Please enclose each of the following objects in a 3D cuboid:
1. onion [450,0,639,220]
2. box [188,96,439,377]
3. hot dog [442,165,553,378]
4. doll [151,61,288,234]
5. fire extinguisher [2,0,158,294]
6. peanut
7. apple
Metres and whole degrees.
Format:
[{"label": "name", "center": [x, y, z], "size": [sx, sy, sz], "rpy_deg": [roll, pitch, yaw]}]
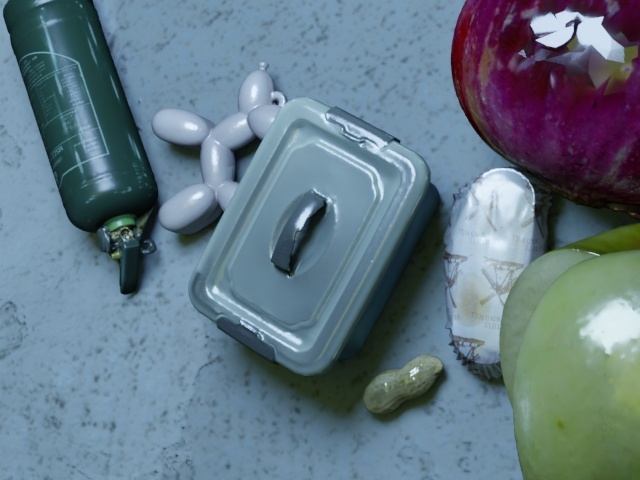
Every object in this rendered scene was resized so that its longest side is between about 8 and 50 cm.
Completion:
[{"label": "onion", "center": [0.228, -0.146, 1.111], "size": [0.256, 0.230, 0.273], "rpy_deg": [-2, 90, 22]}, {"label": "box", "center": [0.000, 0.000, 1.234], "size": [0.162, 0.130, 0.227], "rpy_deg": [30, 94, 23]}, {"label": "hot dog", "center": [0.157, 0.028, 1.210], "size": [0.099, 0.053, 0.192], "rpy_deg": [2, 87, 23]}, {"label": "doll", "center": [-0.085, -0.089, 1.317], "size": [0.160, 0.059, 0.161], "rpy_deg": [-7, 80, 21]}, {"label": "fire extinguisher", "center": [-0.232, -0.105, 1.364], "size": [0.311, 0.095, 0.114], "rpy_deg": [69, 152, 16]}, {"label": "peanut", "center": [0.075, 0.132, 1.239], "size": [0.083, 0.037, 0.037], "rpy_deg": [-26, 74, 12]}, {"label": "apple", "center": [0.267, 0.116, 1.030], "size": [0.291, 0.292, 0.254], "rpy_deg": [-12, 99, 20]}]
